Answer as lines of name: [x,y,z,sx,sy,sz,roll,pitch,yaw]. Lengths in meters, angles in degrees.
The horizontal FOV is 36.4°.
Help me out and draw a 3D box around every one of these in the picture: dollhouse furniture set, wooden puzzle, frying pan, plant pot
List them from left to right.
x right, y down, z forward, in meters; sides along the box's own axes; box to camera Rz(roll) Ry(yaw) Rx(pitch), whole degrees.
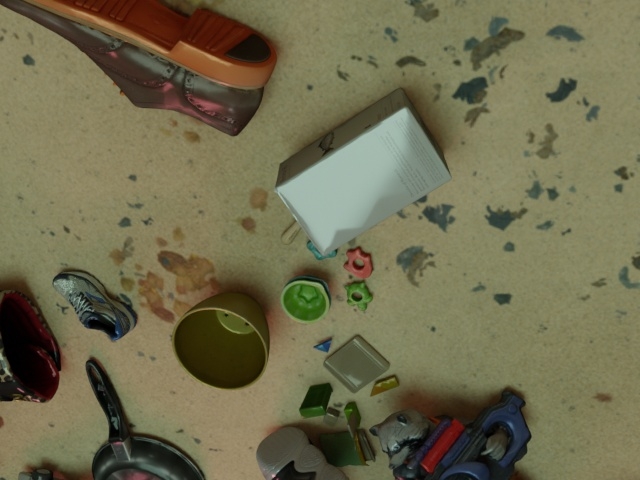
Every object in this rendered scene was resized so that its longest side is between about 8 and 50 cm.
frying pan: [-0.275,0.343,1.531,0.197,0.053,0.326,10,123,8]
plant pot: [-0.125,0.124,1.339,0.134,0.095,0.134,6,119,11]
dollhouse furniture set: [0.022,0.284,1.410,0.076,0.058,0.152,-12,114,21]
wooden puzzle: [0.051,0.175,1.370,0.078,0.014,0.116,-34,106,23]

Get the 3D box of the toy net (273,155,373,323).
toy net: [0.000,0.000,1.267,0.122,0.045,0.232,0,118,15]

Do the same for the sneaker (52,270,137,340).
sneaker: [-0.329,0.094,1.397,0.135,0.058,0.052,34,121,-5]

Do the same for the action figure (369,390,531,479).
action figure: [0.167,0.380,1.334,0.330,0.341,0.178,57,155,-10]

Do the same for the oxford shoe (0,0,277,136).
oxford shoe: [-0.240,-0.229,1.159,0.363,0.130,0.133,24,128,1]

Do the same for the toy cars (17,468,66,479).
toy cars: [-0.489,0.491,1.638,0.393,0.087,0.176,-34,69,26]

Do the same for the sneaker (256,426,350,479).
sneaker: [0.004,0.384,1.379,0.101,0.268,0.153,-31,120,-10]

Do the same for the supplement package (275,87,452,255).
supplement package: [0.049,-0.082,1.154,0.179,0.105,0.105,-32,108,12]

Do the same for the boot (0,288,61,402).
boot: [-0.535,0.237,1.491,0.284,0.138,0.377,-8,110,18]
